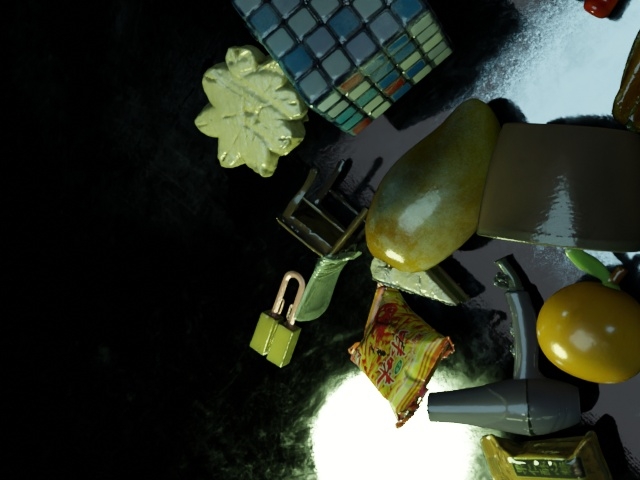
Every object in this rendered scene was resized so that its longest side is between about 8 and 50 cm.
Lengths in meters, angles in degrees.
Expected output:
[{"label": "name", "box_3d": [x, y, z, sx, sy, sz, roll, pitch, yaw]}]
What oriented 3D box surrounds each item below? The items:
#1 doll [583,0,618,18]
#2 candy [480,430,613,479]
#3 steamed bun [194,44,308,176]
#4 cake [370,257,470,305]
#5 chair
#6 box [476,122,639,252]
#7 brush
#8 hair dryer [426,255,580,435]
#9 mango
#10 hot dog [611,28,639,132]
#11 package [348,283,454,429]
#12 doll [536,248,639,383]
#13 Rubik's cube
[{"label": "doll", "box_3d": [0.537, -0.564, 1.567, 0.200, 0.105, 0.336, 39, 118, 21]}, {"label": "candy", "box_3d": [0.451, 0.450, 1.819, 0.271, 0.101, 0.143, -14, 98, 40]}, {"label": "steamed bun", "box_3d": [-0.145, -0.294, 2.042, 0.292, 0.137, 0.295, -18, 97, 30]}, {"label": "cake", "box_3d": [0.200, 0.087, 1.915, 0.220, 0.086, 0.116, 48, 120, 16]}, {"label": "chair", "box_3d": [0.000, 0.000, 1.991, 0.186, 0.160, 0.319, 40, 117, 14]}, {"label": "box", "box_3d": [0.443, -0.098, 1.621, 0.301, 0.301, 0.216, 11, 97, 31]}, {"label": "brush", "box_3d": [-0.087, 0.177, 2.142, 0.103, 0.047, 0.233, 30, 112, 25]}, {"label": "hair dryer", "box_3d": [0.365, 0.213, 1.821, 0.301, 0.121, 0.361, -3, 83, 15]}, {"label": "mango", "box_3d": [0.235, -0.102, 1.789, 0.221, 0.199, 0.384, 42, 105, 48]}, {"label": "hot dog", "box_3d": [0.600, -0.320, 1.591, 0.115, 0.072, 0.269, 31, 116, 24]}, {"label": "package", "box_3d": [0.172, 0.237, 1.919, 0.288, 0.108, 0.223, 47, 119, 49]}, {"label": "doll", "box_3d": [0.518, 0.144, 1.661, 0.213, 0.213, 0.236, 22, 102, 28]}, {"label": "Rubik's cube", "box_3d": [0.051, -0.419, 1.755, 0.293, 0.287, 0.292, -41, 75, 10]}]
